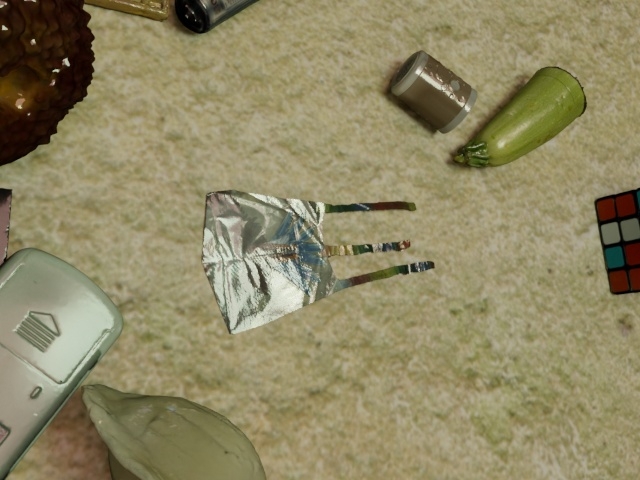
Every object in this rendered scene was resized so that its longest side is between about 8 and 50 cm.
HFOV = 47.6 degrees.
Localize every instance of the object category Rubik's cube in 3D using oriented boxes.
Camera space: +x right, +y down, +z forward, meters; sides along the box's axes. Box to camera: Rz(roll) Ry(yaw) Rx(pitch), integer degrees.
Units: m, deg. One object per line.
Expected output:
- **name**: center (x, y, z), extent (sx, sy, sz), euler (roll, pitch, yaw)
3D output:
- **Rubik's cube**: center (0.537, -0.007, 1.094), extent (0.154, 0.151, 0.154), euler (-4, 81, -28)

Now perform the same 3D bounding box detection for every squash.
- **squash**: center (0.274, -0.163, 1.038), extent (0.224, 0.094, 0.094), euler (-35, 96, -21)

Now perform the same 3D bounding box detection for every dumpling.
- **dumpling**: center (-0.134, 0.228, 0.702), extent (0.131, 0.179, 0.252), euler (-41, 99, -7)

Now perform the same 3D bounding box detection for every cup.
- **cup**: center (0.157, -0.215, 0.989), extent (0.099, 0.074, 0.102), euler (34, 67, -16)

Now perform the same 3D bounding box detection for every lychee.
- **lychee**: center (-0.352, -0.192, 0.646), extent (0.268, 0.267, 0.267), euler (5, 78, -25)

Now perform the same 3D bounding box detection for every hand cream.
- **hand cream**: center (-0.095, -0.327, 0.908), extent (0.086, 0.055, 0.235), euler (50, 56, -12)

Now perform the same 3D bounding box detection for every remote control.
- **remote control**: center (-0.324, 0.145, 0.690), extent (0.140, 0.056, 0.296), euler (42, 64, -15)

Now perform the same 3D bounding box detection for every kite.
- **kite**: center (0.001, 0.000, 0.906), extent (0.310, 0.015, 0.169), euler (-13, 85, -27)

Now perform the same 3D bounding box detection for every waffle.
- **waffle**: center (-0.240, -0.312, 0.845), extent (0.135, 0.021, 0.092), euler (8, 78, -26)

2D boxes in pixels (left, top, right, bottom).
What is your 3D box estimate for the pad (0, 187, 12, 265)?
- **pad**: center (-0.489, 0.049, 0.663), extent (0.368, 0.007, 0.247), euler (5, 78, -26)
